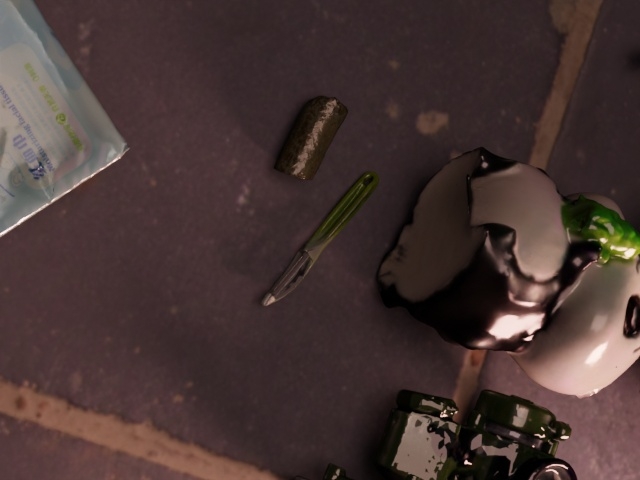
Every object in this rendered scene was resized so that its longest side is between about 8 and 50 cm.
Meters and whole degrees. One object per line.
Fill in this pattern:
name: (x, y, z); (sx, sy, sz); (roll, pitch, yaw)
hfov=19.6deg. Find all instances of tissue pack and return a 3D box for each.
tissue pack: (-0.313, -0.144, 1.673); (0.177, 0.089, 0.263); (-36, 102, -18)

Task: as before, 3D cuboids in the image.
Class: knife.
knife: (0.000, 0.000, 1.840); (0.022, 0.026, 0.184); (36, 71, 12)

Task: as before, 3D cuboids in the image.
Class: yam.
yam: (-0.009, -0.100, 1.827); (0.043, 0.043, 0.094); (30, 79, -20)

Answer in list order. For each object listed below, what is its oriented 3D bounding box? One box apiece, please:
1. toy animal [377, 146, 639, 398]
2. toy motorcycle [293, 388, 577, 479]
toy animal: (0.219, 0.033, 1.832); (0.267, 0.212, 0.212); (19, 82, -18)
toy motorcycle: (0.120, 0.233, 1.830); (0.275, 0.127, 0.205); (22, 83, -25)
